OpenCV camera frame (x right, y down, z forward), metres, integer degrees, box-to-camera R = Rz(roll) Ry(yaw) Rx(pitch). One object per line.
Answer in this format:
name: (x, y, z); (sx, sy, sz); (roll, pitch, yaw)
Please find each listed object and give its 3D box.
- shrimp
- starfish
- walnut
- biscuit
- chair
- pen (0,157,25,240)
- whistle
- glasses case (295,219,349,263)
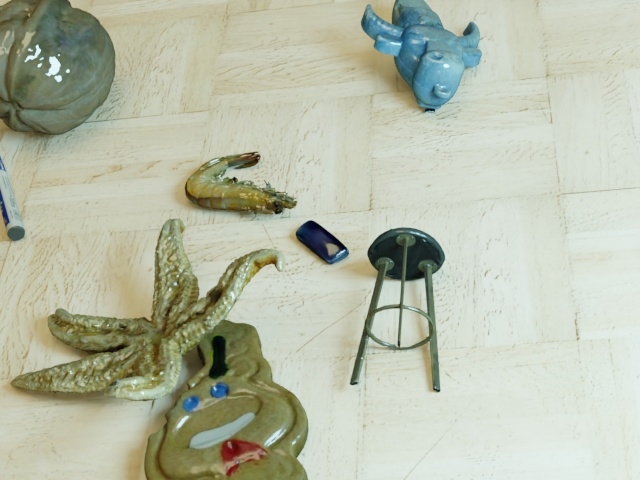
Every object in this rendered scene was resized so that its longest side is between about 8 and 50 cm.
shrimp: (-0.097, -0.079, 1.749); (0.178, 0.034, 0.124); (5, 39, 25)
starfish: (-0.205, 0.108, 1.512); (0.375, 0.094, 0.327); (-32, 27, 2)
walnut: (-0.413, -0.266, 1.898); (0.224, 0.224, 0.224); (-7, 43, 7)
biscuit: (-0.104, 0.208, 1.442); (0.183, 0.047, 0.320); (-4, 42, 5)
chair: (0.097, 0.067, 1.499); (0.104, 0.095, 0.222); (6, 44, 3)
pen: (-0.453, -0.069, 1.826); (0.025, 0.025, 0.204); (-21, 43, -9)
whistle: (0.153, -0.283, 1.854); (0.180, 0.093, 0.269); (5, 40, -16)
glasses case: (0.000, 0.000, 1.645); (0.033, 0.023, 0.083); (-32, 46, -22)
